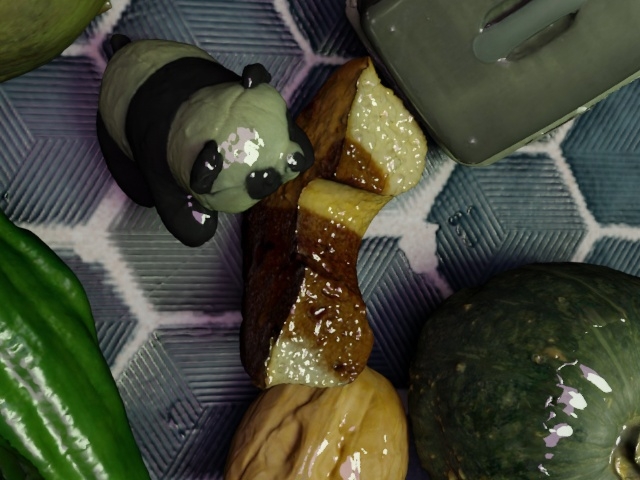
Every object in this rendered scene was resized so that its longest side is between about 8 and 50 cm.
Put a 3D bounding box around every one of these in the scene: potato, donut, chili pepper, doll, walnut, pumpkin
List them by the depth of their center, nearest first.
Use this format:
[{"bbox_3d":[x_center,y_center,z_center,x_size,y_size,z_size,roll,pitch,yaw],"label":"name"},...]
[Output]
[{"bbox_3d":[-0.261,-0.191,0.799,0.269,0.255,0.112,-29,99,-11],"label":"potato"},{"bbox_3d":[-0.274,0.075,0.844,0.167,0.213,0.385,-34,95,-23],"label":"chili pepper"},{"bbox_3d":[-0.102,-0.089,0.870,0.143,0.234,0.135,-41,134,-12],"label":"doll"},{"bbox_3d":[0.000,0.000,0.939,0.112,0.151,0.295,25,76,-25],"label":"donut"},{"bbox_3d":[0.236,0.166,0.944,0.327,0.257,0.292,5,89,-19],"label":"pumpkin"},{"bbox_3d":[-0.002,0.202,0.945,0.159,0.159,0.207,22,89,-15],"label":"walnut"}]

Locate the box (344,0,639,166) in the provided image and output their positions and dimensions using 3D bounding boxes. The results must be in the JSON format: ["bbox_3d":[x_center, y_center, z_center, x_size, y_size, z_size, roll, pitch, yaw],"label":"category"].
[{"bbox_3d":[0.182,-0.210,0.904,0.290,0.166,0.221,-32,105,25],"label":"box"}]
